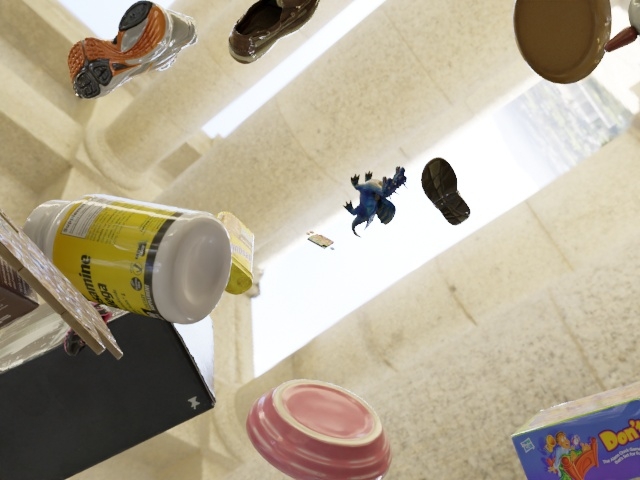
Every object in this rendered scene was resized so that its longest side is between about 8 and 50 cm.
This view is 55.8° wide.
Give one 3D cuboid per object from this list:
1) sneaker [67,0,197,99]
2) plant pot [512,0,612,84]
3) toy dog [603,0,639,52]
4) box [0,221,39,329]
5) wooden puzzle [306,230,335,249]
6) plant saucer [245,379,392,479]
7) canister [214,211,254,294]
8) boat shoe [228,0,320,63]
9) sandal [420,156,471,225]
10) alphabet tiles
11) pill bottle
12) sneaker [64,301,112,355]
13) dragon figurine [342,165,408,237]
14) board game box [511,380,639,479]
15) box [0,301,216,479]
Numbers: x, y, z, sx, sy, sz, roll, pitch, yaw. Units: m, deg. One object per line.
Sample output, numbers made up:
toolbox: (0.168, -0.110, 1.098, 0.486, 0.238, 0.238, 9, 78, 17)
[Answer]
sneaker: (-0.306, -0.299, 0.996, 0.121, 0.262, 0.100, -15, -88, -56)
plant pot: (0.456, -0.418, 1.154, 0.236, 0.236, 0.032, 48, 169, -20)
toy dog: (0.538, -0.289, 0.843, 0.220, 0.161, 0.334, 42, -172, -25)
box: (-0.627, -0.003, 0.934, 0.191, 0.143, 0.381, 62, -177, 28)
wooden puzzle: (0.000, 0.000, 1.395, 0.083, 0.006, 0.049, 28, -153, 18)
plant saucer: (0.005, 0.406, 1.330, 0.331, 0.084, 0.332, 17, -166, -4)
canister: (-0.211, 0.026, 1.409, 0.126, 0.073, 0.170, 45, -156, -32)
boat shoe: (-0.083, -0.465, 1.220, 0.095, 0.257, 0.095, 36, 163, 8)
sandal: (0.307, -0.124, 1.491, 0.219, 0.090, 0.060, 46, -163, -38)
alphabet tiles: (-0.236, 0.019, 0.498, 0.198, 0.009, 0.237, 55, 163, -23)
pill bottle: (-0.337, 0.022, 1.036, 0.188, 0.333, 0.188, 10, -90, -67)
sneaker: (-0.441, 0.173, 1.155, 0.057, 0.119, 0.047, 29, 174, 32)
dragon figurine: (0.136, -0.082, 1.564, 0.085, 0.289, 0.144, -13, -135, -32)
board game box: (0.402, 0.245, 0.805, 0.347, 0.233, 0.078, 23, -134, -63)
box: (-0.528, 0.286, 1.475, 0.472, 0.479, 0.298, -127, 13, -71)
